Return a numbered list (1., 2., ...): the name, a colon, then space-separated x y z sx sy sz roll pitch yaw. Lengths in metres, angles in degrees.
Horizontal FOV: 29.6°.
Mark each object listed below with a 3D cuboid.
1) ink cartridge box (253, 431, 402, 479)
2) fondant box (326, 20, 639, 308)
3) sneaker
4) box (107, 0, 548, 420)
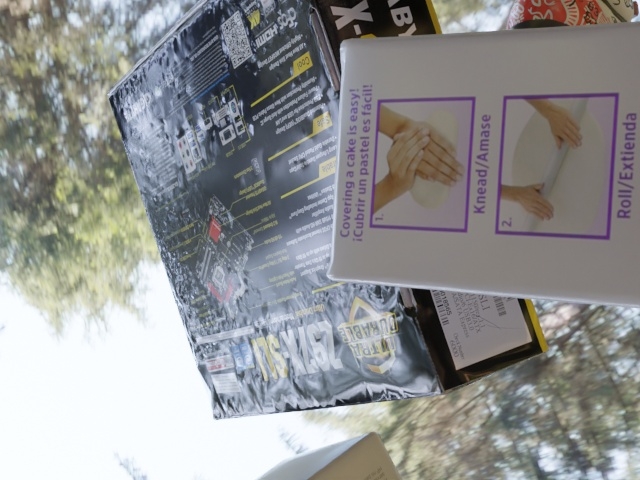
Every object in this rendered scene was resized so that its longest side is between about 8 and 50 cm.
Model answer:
1. ink cartridge box: 0.009 0.339 0.928 0.223 0.129 0.307 -28 -89 -45
2. fondant box: 0.203 -0.020 0.434 0.238 0.330 0.096 1 -89 -52
3. sneaker: 0.241 -0.144 0.999 0.090 0.270 0.145 2 -114 38
4. box: -0.019 -0.025 0.760 0.079 0.322 0.257 -19 -92 -28
